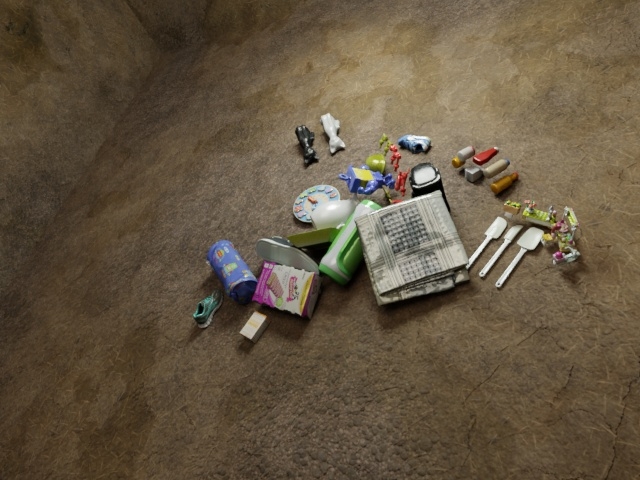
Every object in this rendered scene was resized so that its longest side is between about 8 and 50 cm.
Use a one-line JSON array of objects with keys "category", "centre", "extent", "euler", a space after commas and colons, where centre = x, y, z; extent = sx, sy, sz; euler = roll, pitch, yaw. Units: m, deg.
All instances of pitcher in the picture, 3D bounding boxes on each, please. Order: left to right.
[{"category": "pitcher", "centre": [0.078, -0.083, 1.803], "extent": [0.207, 0.126, 0.178], "euler": [-24, 42, -5]}]

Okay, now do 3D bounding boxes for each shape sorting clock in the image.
[{"category": "shape sorting clock", "centre": [-0.018, -0.156, 1.970], "extent": [0.206, 0.040, 0.206], "euler": [-15, 48, 17]}]

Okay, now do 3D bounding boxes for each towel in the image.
[{"category": "towel", "centre": [0.291, 0.024, 1.532], "extent": [0.311, 0.056, 0.325], "euler": [-17, 73, 5]}]

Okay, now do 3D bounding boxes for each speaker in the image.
[{"category": "speaker", "centre": [0.117, 0.007, 1.669], "extent": [0.131, 0.131, 0.297], "euler": [28, 82, 41]}]

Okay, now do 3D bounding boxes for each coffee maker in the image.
[{"category": "coffee maker", "centre": [0.390, -0.160, 1.654], "extent": [0.120, 0.178, 0.171], "euler": [-37, 45, -3]}]

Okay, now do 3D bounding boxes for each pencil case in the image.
[{"category": "pencil case", "centre": [-0.349, 0.120, 1.863], "extent": [0.133, 0.120, 0.306], "euler": [-26, 43, -18]}]

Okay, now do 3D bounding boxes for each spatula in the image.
[{"category": "spatula", "centre": [0.572, 0.033, 1.504], "extent": [0.168, 0.019, 0.242], "euler": [29, 69, 40]}]

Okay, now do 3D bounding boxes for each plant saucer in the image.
[{"category": "plant saucer", "centre": [0.000, 0.000, 1.749], "extent": [0.188, 0.188, 0.045], "euler": [-11, 80, 26]}]

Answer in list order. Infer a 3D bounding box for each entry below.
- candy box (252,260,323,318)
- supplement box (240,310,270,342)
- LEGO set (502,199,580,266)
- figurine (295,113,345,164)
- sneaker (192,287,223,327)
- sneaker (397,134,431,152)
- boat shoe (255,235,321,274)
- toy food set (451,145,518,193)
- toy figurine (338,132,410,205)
[{"category": "candy box", "centre": [-0.120, 0.174, 1.698], "extent": [0.233, 0.071, 0.159], "euler": [10, 78, 34]}, {"category": "supplement box", "centre": [-0.233, 0.309, 1.700], "extent": [0.062, 0.036, 0.098], "euler": [19, 64, 38]}, {"category": "LEGO set", "centre": [0.687, -0.063, 1.441], "extent": [0.132, 0.107, 0.287], "euler": [-23, 50, -6]}, {"category": "figurine", "centre": [0.002, -0.461, 2.195], "extent": [0.214, 0.092, 0.210], "euler": [-21, 54, 10]}, {"category": "sneaker", "centre": [-0.434, 0.250, 1.832], "extent": [0.064, 0.076, 0.167], "euler": [1, 54, 28]}, {"category": "sneaker", "centre": [0.377, -0.394, 1.947], "extent": [0.144, 0.053, 0.059], "euler": [9, 60, 35]}, {"category": "boat shoe", "centre": [-0.106, 0.055, 1.798], "extent": [0.302, 0.115, 0.091], "euler": [28, 30, 28]}, {"category": "toy food set", "centre": [0.585, -0.273, 1.696], "extent": [0.104, 0.111, 0.232], "euler": [-30, 43, -14]}, {"category": "toy figurine", "centre": [0.171, -0.267, 1.795], "extent": [0.217, 0.191, 0.363], "euler": [0, 38, -12]}]
